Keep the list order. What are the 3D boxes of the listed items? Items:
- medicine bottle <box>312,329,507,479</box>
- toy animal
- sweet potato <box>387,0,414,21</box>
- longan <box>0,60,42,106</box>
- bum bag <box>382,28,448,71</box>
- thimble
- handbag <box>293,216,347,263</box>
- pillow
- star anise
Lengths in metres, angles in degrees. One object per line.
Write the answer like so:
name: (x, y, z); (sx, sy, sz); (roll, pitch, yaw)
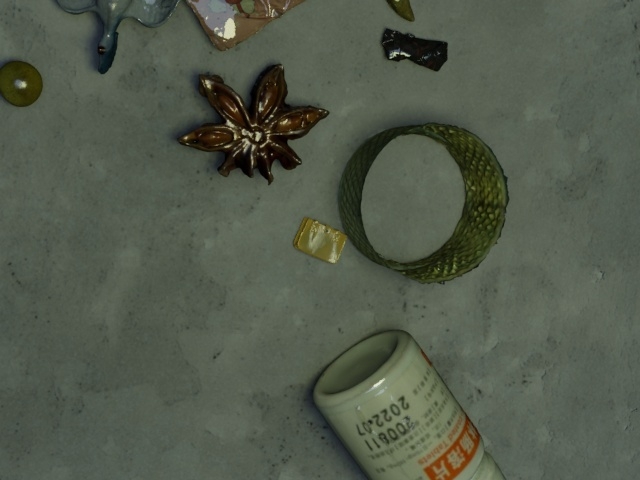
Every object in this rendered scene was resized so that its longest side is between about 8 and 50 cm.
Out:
medicine bottle: (0.168, 0.357, 1.771); (0.211, 0.211, 0.371); (-36, 103, -5)
toy animal: (-0.334, -0.408, 1.622); (0.239, 0.176, 0.255); (14, 69, -5)
sweet potato: (0.116, -0.439, 1.739); (0.153, 0.038, 0.041); (46, 64, -12)
longan: (-0.489, -0.251, 1.630); (0.083, 0.075, 0.075); (-14, 104, 33)
bum bag: (0.166, -0.331, 1.765); (0.124, 0.034, 0.058); (11, 86, -13)
thimble: (0.169, -0.071, 1.736); (0.270, 0.150, 0.271); (-2, 97, -16)
handbag: (0.000, 0.000, 1.782); (0.083, 0.027, 0.061); (22, 89, -18)
pillow: (-0.102, -0.429, 1.690); (0.248, 0.049, 0.135); (-35, 102, -9)
star anise: (-0.120, -0.200, 1.698); (0.220, 0.099, 0.214); (30, 77, -9)
